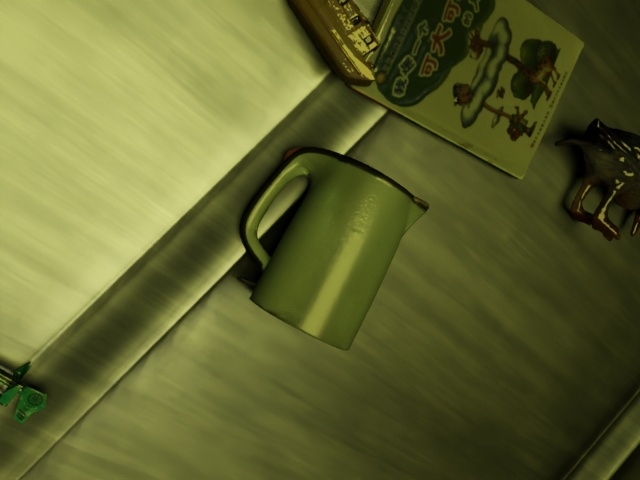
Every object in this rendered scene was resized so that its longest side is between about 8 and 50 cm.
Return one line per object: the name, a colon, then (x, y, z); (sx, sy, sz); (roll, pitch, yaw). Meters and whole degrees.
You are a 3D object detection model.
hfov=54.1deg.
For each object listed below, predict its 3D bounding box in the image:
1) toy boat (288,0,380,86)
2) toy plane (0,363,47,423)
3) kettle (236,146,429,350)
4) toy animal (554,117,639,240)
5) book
toy boat: (0.023, -0.311, 0.894); (0.077, 0.057, 0.200); (-36, 98, -1)
toy plane: (-0.454, 0.152, 0.810); (0.235, 0.060, 0.096); (40, 92, -21)
kettle: (0.000, 0.000, 0.920); (0.240, 0.165, 0.255); (27, 90, 3)
toy animal: (0.531, -0.110, 1.129); (0.185, 0.122, 0.298); (-47, 121, -2)
book: (0.248, -0.286, 1.016); (0.371, 0.043, 0.260); (22, 94, -25)
